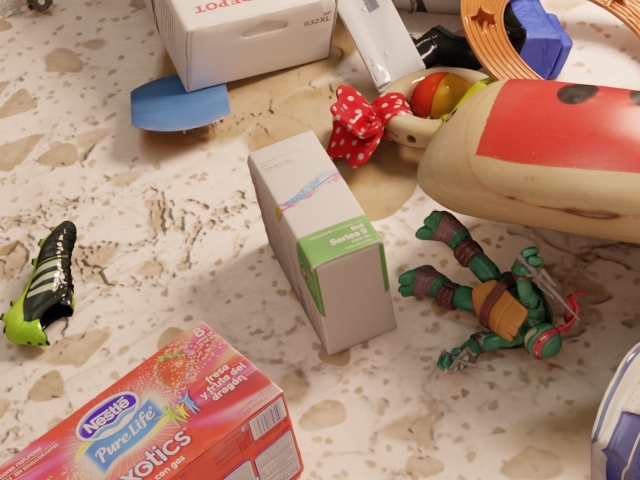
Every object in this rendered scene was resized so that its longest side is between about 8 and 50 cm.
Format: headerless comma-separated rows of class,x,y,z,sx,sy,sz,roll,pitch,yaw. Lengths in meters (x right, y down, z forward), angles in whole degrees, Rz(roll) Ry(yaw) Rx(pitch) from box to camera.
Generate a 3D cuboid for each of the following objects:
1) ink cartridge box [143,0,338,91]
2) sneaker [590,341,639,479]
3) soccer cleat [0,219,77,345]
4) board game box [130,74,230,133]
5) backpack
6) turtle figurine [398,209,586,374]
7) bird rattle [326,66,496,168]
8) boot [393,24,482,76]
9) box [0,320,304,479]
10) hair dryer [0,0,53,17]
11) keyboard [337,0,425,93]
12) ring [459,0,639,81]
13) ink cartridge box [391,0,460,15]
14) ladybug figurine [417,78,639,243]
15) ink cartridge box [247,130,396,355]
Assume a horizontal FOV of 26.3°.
ink cartridge box,-0.137,-0.380,1.939,0.223,0.129,0.307,-16,57,-16
sneaker,0.415,0.154,1.377,0.182,0.127,0.315,25,54,33
soccer cleat,-0.325,0.055,1.671,0.072,0.060,0.178,14,57,10
board game box,-0.191,-0.177,1.874,0.133,0.033,0.168,-9,33,-4
backpack,0.272,-0.270,1.835,0.101,0.098,0.120,2,42,-27
turtle figurine,0.190,0.073,1.514,0.234,0.118,0.175,41,105,39
bird rattle,0.138,-0.156,1.765,0.254,0.143,0.207,6,35,34
boot,0.151,-0.247,1.870,0.099,0.045,0.121,-30,43,-19
box,-0.179,0.245,1.391,0.300,0.154,0.142,-37,50,-21
hair dryer,-0.557,-0.427,2.156,0.224,0.080,0.293,-21,46,-8
keyboard,0.061,-0.322,1.882,0.072,0.014,0.256,-27,70,5
ring,0.337,-0.255,1.749,0.337,0.032,0.336,12,48,-14
ink cartridge box,0.166,-0.433,1.945,0.273,0.114,0.196,8,79,19
ladybug figurine,0.329,-0.083,1.506,0.450,0.305,0.161,10,94,21
ink cartridge box,0.000,0.000,1.586,0.093,0.154,0.212,-23,46,-11
